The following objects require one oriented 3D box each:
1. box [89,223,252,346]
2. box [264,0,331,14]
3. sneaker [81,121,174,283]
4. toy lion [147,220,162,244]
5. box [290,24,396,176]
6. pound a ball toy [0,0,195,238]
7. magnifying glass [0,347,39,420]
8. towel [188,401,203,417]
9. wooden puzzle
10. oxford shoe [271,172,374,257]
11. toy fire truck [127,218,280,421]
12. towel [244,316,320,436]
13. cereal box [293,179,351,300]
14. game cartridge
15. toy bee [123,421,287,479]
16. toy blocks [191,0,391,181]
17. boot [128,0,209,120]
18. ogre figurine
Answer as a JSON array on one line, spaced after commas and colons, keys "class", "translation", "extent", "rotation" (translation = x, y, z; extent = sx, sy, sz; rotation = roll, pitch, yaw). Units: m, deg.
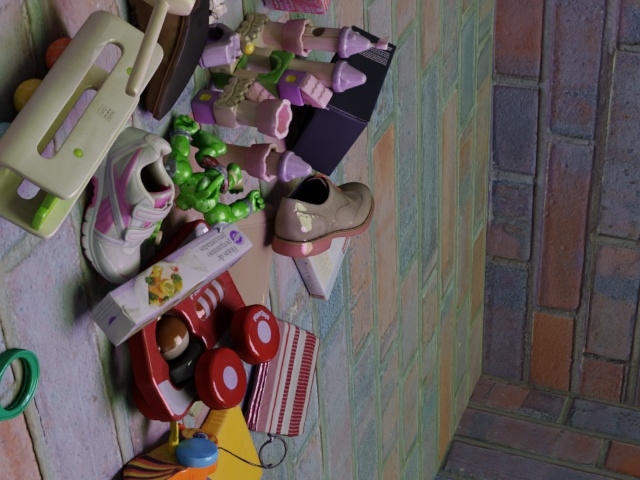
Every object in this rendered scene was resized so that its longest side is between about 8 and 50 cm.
[{"class": "box", "translation": [-0.221, 0.058, 1.757], "extent": [0.067, 0.063, 0.324], "rotation": [-43, 177, 35]}, {"class": "box", "translation": [-0.052, -0.524, 1.988], "extent": [0.257, 0.122, 0.128], "rotation": [66, 39, -57]}, {"class": "sneaker", "translation": [-0.270, -0.048, 1.650], "extent": [0.103, 0.111, 0.252], "rotation": [-43, 142, -58]}, {"class": "toy lion", "translation": [-0.247, -0.045, 1.755], "extent": [0.096, 0.034, 0.100], "rotation": [122, -18, -54]}, {"class": "box", "translation": [0.039, -0.265, 2.236], "extent": [0.184, 0.103, 0.261], "rotation": [-67, -173, -24]}, {"class": "pound a ball toy", "translation": [-0.298, -0.189, 1.427], "extent": [0.208, 0.135, 0.319], "rotation": [-45, -163, 55]}, {"class": "magnifying glass", "translation": [-0.436, 0.216, 1.477], "extent": [0.231, 0.026, 0.092], "rotation": [-49, 145, -57]}, {"class": "towel", "translation": [-0.221, 0.236, 2.057], "extent": [0.110, 0.027, 0.148], "rotation": [59, 44, -62]}, {"class": "wooden puzzle", "translation": [-0.147, 0.053, 2.152], "extent": [0.221, 0.044, 0.239], "rotation": [-13, 107, -68]}, {"class": "oxford shoe", "translation": [0.020, -0.074, 2.290], "extent": [0.348, 0.123, 0.130], "rotation": [-37, 134, -59]}, {"class": "toy fire truck", "translation": [-0.220, 0.136, 1.864], "extent": [0.254, 0.169, 0.302], "rotation": [64, 35, -19]}, {"class": "towel", "translation": [-0.079, 0.298, 2.465], "extent": [0.329, 0.037, 0.237], "rotation": [36, 64, -70]}, {"class": "cereal box", "translation": [0.000, 0.000, 2.503], "extent": [0.240, 0.047, 0.173], "rotation": [69, 36, -56]}, {"class": "game cartridge", "translation": [-0.212, 0.500, 2.193], "extent": [0.285, 0.052, 0.324], "rotation": [78, 28, -47]}, {"class": "toy bee", "translation": [-0.232, 0.385, 1.971], "extent": [0.298, 0.162, 0.195], "rotation": [15, 97, -46]}, {"class": "toy blocks", "translation": [-0.051, -0.284, 1.914], "extent": [0.309, 0.260, 0.289], "rotation": [78, 30, -47]}, {"class": "boot", "translation": [-0.227, -0.319, 1.680], "extent": [0.112, 0.115, 0.305], "rotation": [-64, 174, -55]}, {"class": "ogre figurine", "translation": [-0.180, -0.098, 1.830], "extent": [0.118, 0.097, 0.197], "rotation": [-58, 133, -45]}]
